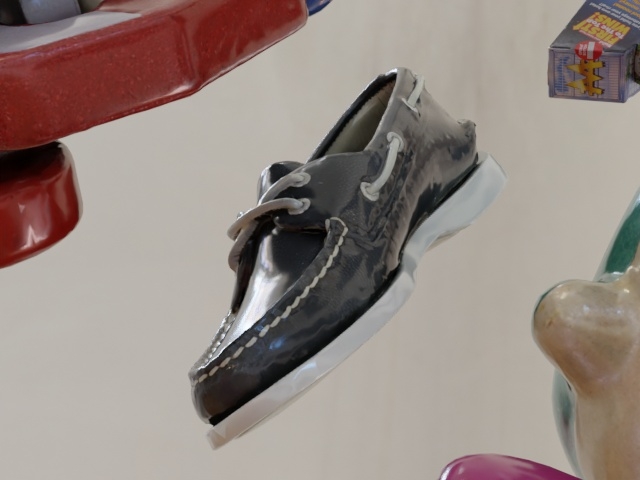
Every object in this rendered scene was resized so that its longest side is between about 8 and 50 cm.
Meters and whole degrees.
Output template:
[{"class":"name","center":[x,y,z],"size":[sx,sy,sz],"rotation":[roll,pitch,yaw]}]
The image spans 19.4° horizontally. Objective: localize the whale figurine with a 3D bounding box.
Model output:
[{"class":"whale figurine","center":[0.192,0.017,0.903],"size":[0.216,0.272,0.141],"rotation":[-10,17,-16]}]

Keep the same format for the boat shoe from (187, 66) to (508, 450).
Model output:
[{"class":"boat shoe","center":[0.000,0.000,0.936],"size":[0.114,0.091,0.302],"rotation":[-34,7,28]}]

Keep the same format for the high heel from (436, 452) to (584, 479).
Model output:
[{"class":"high heel","center":[0.220,0.153,0.619],"size":[0.377,0.127,0.181],"rotation":[37,-62,-14]}]

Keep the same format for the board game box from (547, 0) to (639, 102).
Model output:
[{"class":"board game box","center":[0.291,-0.168,1.564],"size":[0.194,0.194,0.060],"rotation":[34,-31,34]}]

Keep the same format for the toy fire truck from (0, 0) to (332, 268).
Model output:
[{"class":"toy fire truck","center":[-0.132,-0.113,0.864],"size":[0.254,0.169,0.302],"rotation":[-23,24,-28]}]
